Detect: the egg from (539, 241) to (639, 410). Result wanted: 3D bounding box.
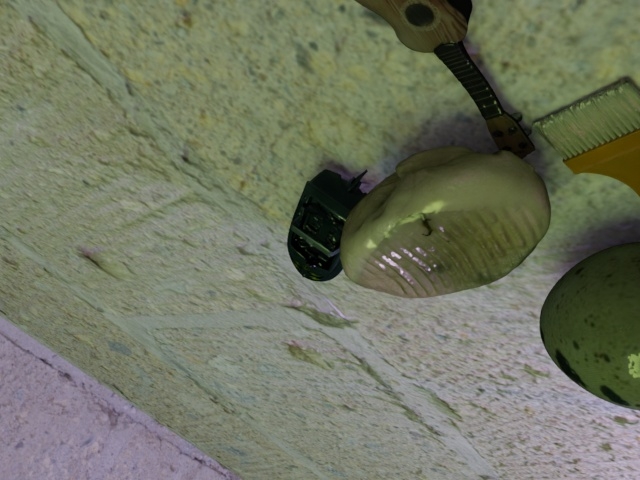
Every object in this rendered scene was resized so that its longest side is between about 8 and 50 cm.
[{"bbox_3d":[0.333,0.092,0.677,0.177,0.177,0.228,35,160,-16],"label":"egg"}]

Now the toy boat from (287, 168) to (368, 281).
[{"bbox_3d":[0.000,0.000,0.839,0.093,0.103,0.246,36,153,5],"label":"toy boat"}]

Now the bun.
[{"bbox_3d":[0.129,-0.023,0.678,0.237,0.116,0.210,-24,146,33],"label":"bun"}]

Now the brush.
[{"bbox_3d":[0.334,-0.048,0.623,0.272,0.013,0.103,37,146,-21],"label":"brush"}]

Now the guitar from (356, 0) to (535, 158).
[{"bbox_3d":[0.124,-0.168,0.565,0.084,0.038,0.271,-5,143,47],"label":"guitar"}]
